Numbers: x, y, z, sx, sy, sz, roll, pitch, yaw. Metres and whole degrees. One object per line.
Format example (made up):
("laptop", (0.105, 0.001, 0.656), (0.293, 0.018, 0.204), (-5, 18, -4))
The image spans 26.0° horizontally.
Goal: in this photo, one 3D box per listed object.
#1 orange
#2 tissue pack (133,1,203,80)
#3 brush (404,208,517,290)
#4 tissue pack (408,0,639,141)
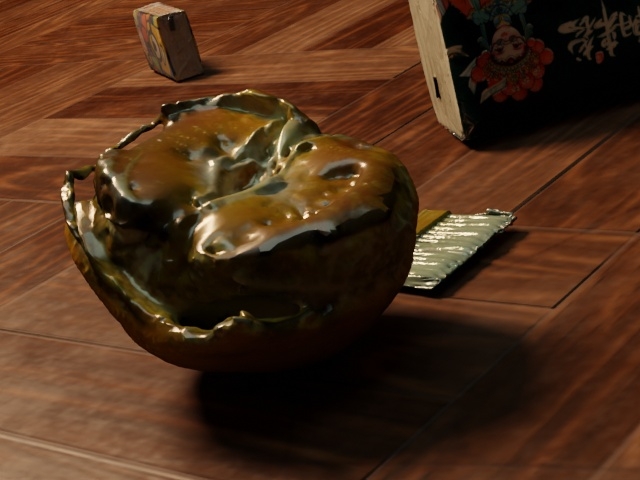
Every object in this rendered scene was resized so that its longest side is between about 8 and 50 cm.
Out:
("orange", (-0.036, 0.004, 0.637), (0.160, 0.112, 0.170), (-4, 44, -3))
("tissue pack", (-0.138, -0.182, 1.259), (0.035, 0.063, 0.083), (-23, 23, -15))
("brush", (0.000, 0.000, 0.765), (0.218, 0.010, 0.082), (3, 27, 42))
("tissue pack", (0.152, -0.136, 0.888), (0.170, 0.103, 0.090), (-17, 13, -7))
